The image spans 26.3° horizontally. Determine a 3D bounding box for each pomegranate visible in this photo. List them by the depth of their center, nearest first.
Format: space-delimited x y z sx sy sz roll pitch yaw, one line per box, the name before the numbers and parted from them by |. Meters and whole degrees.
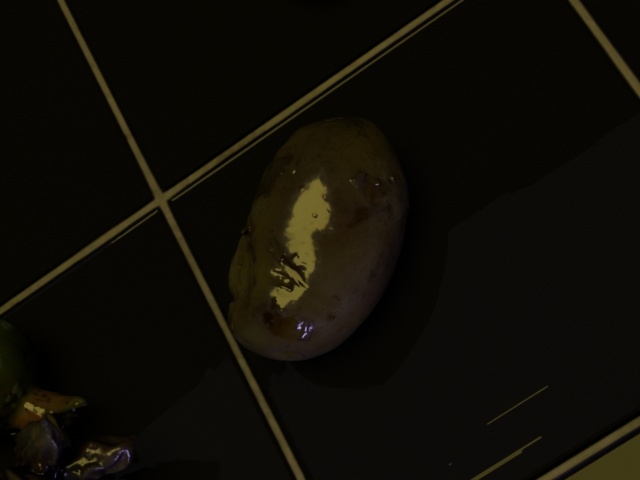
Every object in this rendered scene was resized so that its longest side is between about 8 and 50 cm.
pomegranate | -0.354 0.174 1.481 0.156 0.156 0.220 -45 72 4

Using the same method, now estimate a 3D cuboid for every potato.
potato | 0.000 0.000 1.388 0.165 0.165 0.262 27 89 27

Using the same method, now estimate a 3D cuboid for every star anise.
star anise | -0.307 0.275 1.393 0.282 0.212 0.129 -20 60 14
